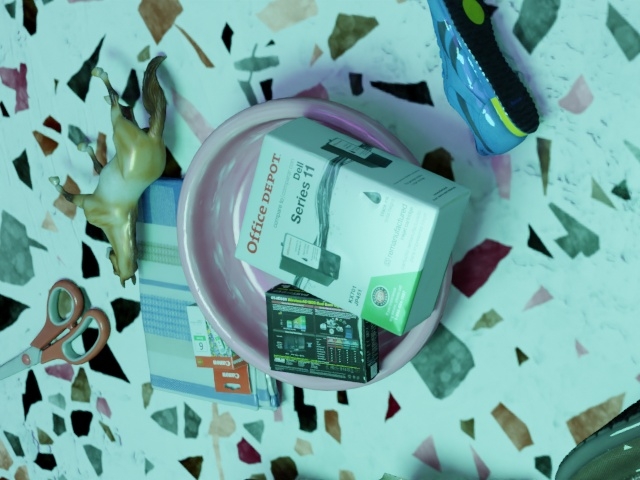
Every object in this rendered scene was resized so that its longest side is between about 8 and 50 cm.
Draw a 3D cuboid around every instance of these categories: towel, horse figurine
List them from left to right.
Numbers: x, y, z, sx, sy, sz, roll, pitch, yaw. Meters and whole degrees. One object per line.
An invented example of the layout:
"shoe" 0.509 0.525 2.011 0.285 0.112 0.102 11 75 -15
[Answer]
"horse figurine" -0.242 -0.093 2.017 0.174 0.066 0.263 51 126 32
"towel" -0.141 0.062 2.035 0.209 0.034 0.285 5 106 38

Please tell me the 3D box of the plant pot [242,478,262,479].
"plant pot" -0.058 0.430 1.931 0.236 0.267 0.267 30 121 22

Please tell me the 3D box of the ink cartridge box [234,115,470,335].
"ink cartridge box" 0.030 -0.017 1.731 0.208 0.087 0.153 24 115 21

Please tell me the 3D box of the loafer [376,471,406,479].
"loafer" 0.174 0.310 1.833 0.269 0.092 0.102 19 152 24

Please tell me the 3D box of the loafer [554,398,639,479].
"loafer" 0.382 0.194 1.617 0.366 0.134 0.130 -34 83 39

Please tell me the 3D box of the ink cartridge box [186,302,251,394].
"ink cartridge box" -0.120 0.130 1.995 0.063 0.029 0.115 -1 102 40

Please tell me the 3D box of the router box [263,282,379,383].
"router box" 0.002 0.099 1.813 0.122 0.038 0.092 6 109 26

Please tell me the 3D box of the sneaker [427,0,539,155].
"sneaker" 0.144 -0.184 1.715 0.082 0.069 0.209 -27 88 43

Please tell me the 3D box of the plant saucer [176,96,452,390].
"plant saucer" 0.000 0.000 1.854 0.332 0.084 0.332 9 109 26

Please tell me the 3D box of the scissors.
"scissors" -0.380 0.162 2.254 0.109 0.021 0.297 52 127 9
